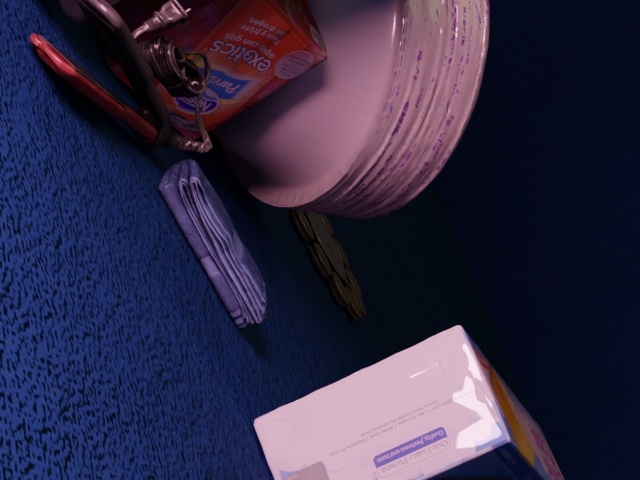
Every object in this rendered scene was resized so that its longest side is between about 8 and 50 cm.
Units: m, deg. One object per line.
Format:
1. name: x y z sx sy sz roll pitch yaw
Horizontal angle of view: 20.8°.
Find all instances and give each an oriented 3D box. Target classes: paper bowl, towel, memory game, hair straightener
1. paper bowl: -0.004 -0.164 1.437 0.148 0.284 0.284 6 47 -34
2. towel: -0.072 0.000 1.226 0.119 0.029 0.067 61 7 -16
3. memory game: 0.000 0.000 1.772 0.186 0.012 0.186 61 9 -16
4. hair straightener: -0.106 -0.110 1.134 0.047 0.089 0.230 41 -1 24

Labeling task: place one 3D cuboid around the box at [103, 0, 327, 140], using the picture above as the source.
1. box: -0.108 -0.222 1.323 0.122 0.128 0.256 41 23 -52

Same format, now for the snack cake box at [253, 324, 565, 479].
1. snack cake box: 0.075 0.163 1.205 0.089 0.152 0.264 68 9 26

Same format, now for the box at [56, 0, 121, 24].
1. box: -0.187 -0.489 1.090 0.472 0.297 0.480 53 12 -47
